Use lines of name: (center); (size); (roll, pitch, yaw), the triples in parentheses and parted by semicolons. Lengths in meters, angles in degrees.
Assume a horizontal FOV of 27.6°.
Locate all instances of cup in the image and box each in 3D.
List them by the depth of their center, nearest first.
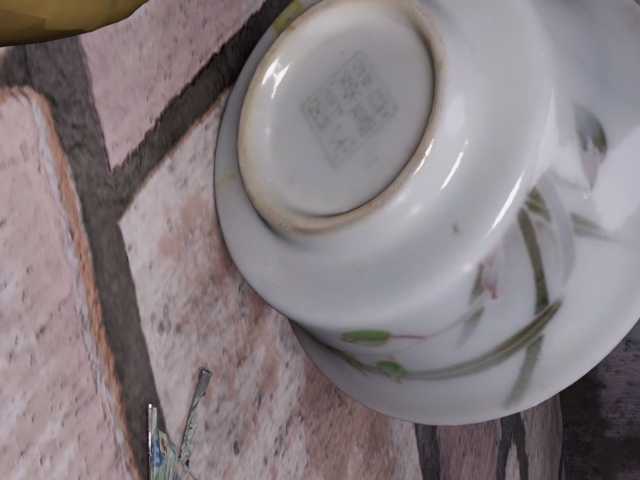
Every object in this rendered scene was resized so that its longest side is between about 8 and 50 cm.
cup: (0.057, -0.059, 0.876); (0.163, 0.347, 0.347); (24, 62, -49)

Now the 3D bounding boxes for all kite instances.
kite: (-0.088, 0.144, 0.825); (0.139, 0.011, 0.156); (73, 22, -48)

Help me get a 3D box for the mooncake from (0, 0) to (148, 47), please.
mooncake: (-0.147, -0.202, 0.419); (0.284, 0.155, 0.284); (-2, 90, -76)
